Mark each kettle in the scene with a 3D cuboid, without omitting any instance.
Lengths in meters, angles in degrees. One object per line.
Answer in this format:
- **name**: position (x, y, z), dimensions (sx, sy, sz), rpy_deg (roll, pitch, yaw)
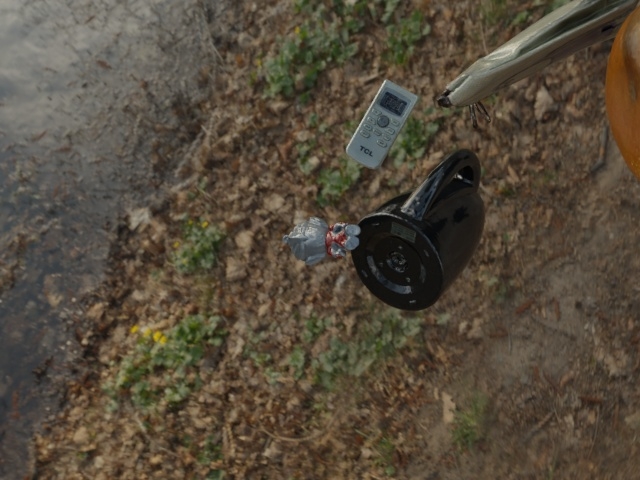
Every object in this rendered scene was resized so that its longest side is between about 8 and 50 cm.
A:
- **kettle**: position (0.226, -0.042, 1.479), dimensions (0.207, 0.268, 0.290), rpy_deg (31, 45, 25)

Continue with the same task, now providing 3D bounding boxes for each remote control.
- **remote control**: position (0.132, -0.250, 1.662), dimensions (0.088, 0.029, 0.190), rpy_deg (31, 96, 5)

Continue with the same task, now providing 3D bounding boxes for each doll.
- **doll**: position (0.000, 0.000, 1.416), dimensions (0.180, 0.079, 0.093), rpy_deg (-3, 79, 42)

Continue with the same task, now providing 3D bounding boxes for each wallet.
- **wallet**: position (0.285, -0.242, 0.997), dimensions (0.275, 0.335, 0.068), rpy_deg (-33, 89, 22)

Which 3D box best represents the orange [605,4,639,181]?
- **orange**: position (0.381, -0.145, 0.735), dimensions (0.171, 0.240, 0.240), rpy_deg (-9, 64, 3)
